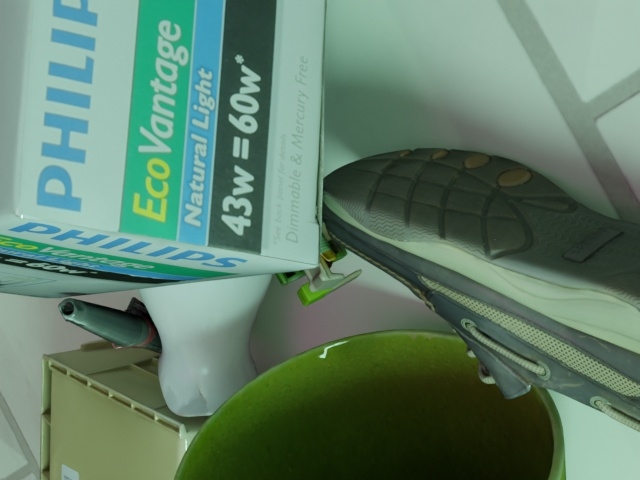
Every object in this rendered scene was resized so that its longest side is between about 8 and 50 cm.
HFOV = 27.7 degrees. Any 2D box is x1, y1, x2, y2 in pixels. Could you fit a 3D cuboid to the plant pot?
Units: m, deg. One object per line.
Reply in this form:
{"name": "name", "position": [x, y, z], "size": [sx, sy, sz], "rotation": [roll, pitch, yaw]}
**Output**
{"name": "plant pot", "position": [0.066, 0.265, 0.955], "size": [0.275, 0.275, 0.293], "rotation": [18, 137, 43]}

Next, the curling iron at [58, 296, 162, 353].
{"name": "curling iron", "position": [-0.176, 0.075, 1.138], "size": [0.068, 0.274, 0.035], "rotation": [30, 90, 11]}

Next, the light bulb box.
{"name": "light bulb box", "position": [-0.185, -0.151, 0.928], "size": [0.361, 0.225, 0.357], "rotation": [-7, 77, 50]}

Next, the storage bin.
{"name": "storage bin", "position": [-0.158, 0.249, 1.229], "size": [0.260, 0.123, 0.262], "rotation": [17, 108, 47]}

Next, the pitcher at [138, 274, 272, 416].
{"name": "pitcher", "position": [-0.106, 0.020, 1.117], "size": [0.178, 0.126, 0.207], "rotation": [-125, 31, -59]}

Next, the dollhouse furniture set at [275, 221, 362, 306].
{"name": "dollhouse furniture set", "position": [0.000, 0.000, 0.977], "size": [0.076, 0.059, 0.151], "rotation": [61, 167, 6]}

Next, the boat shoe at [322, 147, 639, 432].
{"name": "boat shoe", "position": [0.132, 0.041, 0.839], "size": [0.355, 0.132, 0.130], "rotation": [26, 126, 40]}
